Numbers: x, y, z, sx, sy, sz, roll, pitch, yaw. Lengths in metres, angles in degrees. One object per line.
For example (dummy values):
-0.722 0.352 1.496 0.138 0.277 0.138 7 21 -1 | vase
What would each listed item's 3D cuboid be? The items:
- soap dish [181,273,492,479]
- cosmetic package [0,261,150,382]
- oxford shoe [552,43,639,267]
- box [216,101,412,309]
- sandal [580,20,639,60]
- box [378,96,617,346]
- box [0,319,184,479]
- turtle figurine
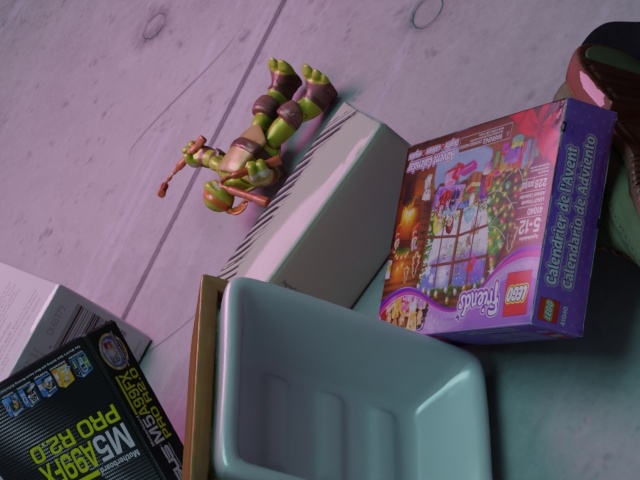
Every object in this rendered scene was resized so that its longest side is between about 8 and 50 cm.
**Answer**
0.010 0.173 1.440 0.118 0.290 0.229 -49 31 43 | soap dish
-0.337 0.133 1.971 0.183 0.151 0.151 14 73 54 | cosmetic package
0.290 -0.024 1.434 0.348 0.123 0.130 -104 32 -47 | oxford shoe
0.000 0.000 1.725 0.275 0.113 0.094 -53 34 0 | box
0.334 -0.179 1.529 0.254 0.054 0.097 -2 60 49 | sandal
0.153 -0.007 1.491 0.293 0.057 0.201 -14 64 65 | box
-0.281 0.239 1.782 0.270 0.216 0.060 -29 -2 31 | box
-0.070 -0.107 1.915 0.217 0.087 0.269 -54 26 -12 | turtle figurine
